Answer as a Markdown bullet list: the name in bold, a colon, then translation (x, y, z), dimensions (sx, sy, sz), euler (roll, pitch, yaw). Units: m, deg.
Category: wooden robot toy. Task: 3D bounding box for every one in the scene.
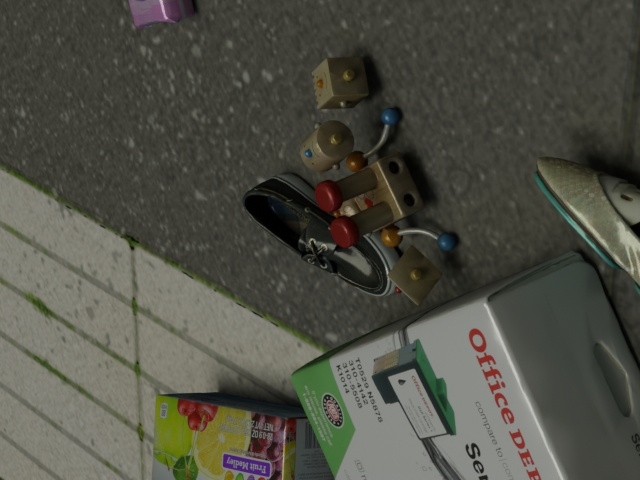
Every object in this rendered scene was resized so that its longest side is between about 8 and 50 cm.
- **wooden robot toy**: translation (0.022, -0.031, 1.014), dimensions (0.173, 0.076, 0.079), euler (66, 153, 4)

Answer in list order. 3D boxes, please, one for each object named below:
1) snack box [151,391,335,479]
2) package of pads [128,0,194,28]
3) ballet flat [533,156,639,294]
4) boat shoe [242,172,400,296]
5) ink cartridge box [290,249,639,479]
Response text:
- **snack box**: translation (-0.062, 0.231, 1.189), dimensions (0.174, 0.070, 0.207), euler (1, 89, 50)
- **package of pads**: translation (-0.127, -0.204, 1.138), dimensions (0.050, 0.032, 0.083), euler (0, 107, 48)
- **ballet flat**: translation (0.191, 0.005, 0.849), dimensions (0.052, 0.057, 0.168), euler (-45, 74, 21)
- **boat shoe**: translation (0.000, 0.000, 1.074), dimensions (0.142, 0.040, 0.049), euler (37, 132, 35)
- **ink cartridge box**: translation (0.100, 0.118, 0.967), dimensions (0.219, 0.093, 0.160), euler (-28, 85, 53)
